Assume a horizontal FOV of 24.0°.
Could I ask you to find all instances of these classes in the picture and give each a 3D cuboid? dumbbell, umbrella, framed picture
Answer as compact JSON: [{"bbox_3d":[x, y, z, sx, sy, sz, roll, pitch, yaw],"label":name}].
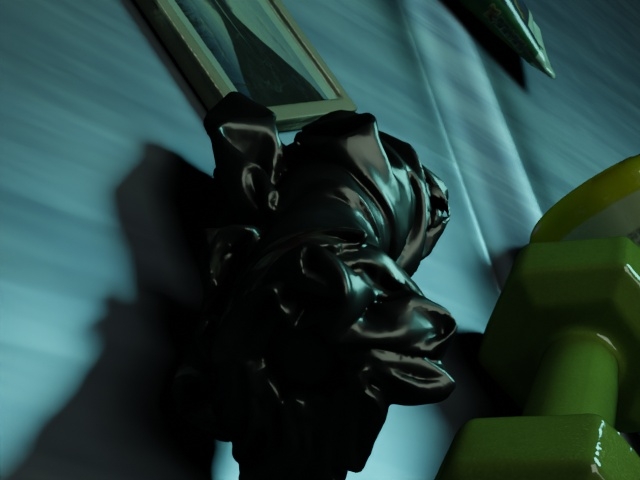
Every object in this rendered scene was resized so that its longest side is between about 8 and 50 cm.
[{"bbox_3d":[0.123,0.094,0.757,0.108,0.121,0.302,23,24,6],"label":"dumbbell"},{"bbox_3d":[-0.001,0.000,0.680,0.272,0.122,0.110,-82,173,-63],"label":"umbrella"},{"bbox_3d":[-0.069,-0.148,0.865,0.203,0.015,0.150,56,25,9],"label":"framed picture"}]

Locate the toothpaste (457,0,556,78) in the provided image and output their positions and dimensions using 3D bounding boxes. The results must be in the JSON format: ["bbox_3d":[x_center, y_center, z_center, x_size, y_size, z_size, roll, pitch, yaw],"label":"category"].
[{"bbox_3d":[0.071,-0.280,1.235,0.392,0.061,0.099,42,24,-26],"label":"toothpaste"}]

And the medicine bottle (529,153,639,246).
[{"bbox_3d":[0.240,0.056,0.998,0.122,0.122,0.212,2,54,-60],"label":"medicine bottle"}]
